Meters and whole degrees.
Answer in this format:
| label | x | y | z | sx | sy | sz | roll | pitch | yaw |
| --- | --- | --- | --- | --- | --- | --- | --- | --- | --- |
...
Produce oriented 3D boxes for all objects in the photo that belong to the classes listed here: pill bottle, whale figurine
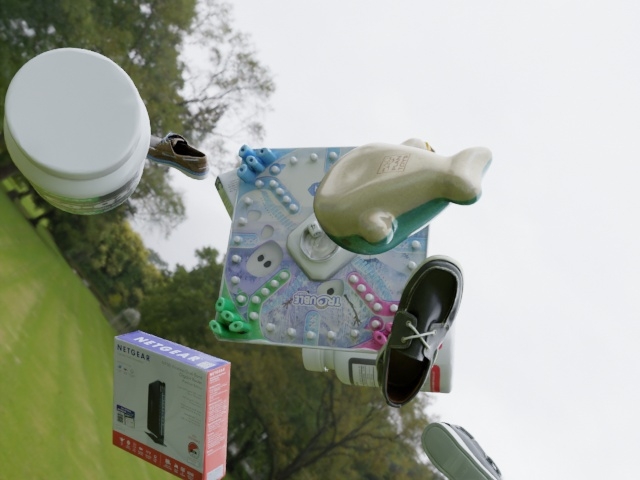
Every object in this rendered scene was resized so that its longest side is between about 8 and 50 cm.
| label | x | y | z | sx | sy | sz | roll | pitch | yaw |
| --- | --- | --- | --- | --- | --- | --- | --- | --- | --- |
| pill bottle | -0.374 | -0.157 | 1.015 | 0.204 | 0.204 | 0.361 | 56 | -16 | -6 |
| whale figurine | 0.124 | -0.059 | 0.952 | 0.272 | 0.216 | 0.141 | -7 | -49 | 35 |
| pill bottle | 0.129 | 0.229 | 1.401 | 0.319 | 0.176 | 0.176 | 3 | -33 | 12 |

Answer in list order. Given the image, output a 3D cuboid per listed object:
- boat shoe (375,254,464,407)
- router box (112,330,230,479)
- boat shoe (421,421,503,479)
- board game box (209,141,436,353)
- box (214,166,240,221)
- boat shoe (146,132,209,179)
| label | x | y | z | sx | sy | sz | roll | pitch | yaw |
| --- | --- | --- | --- | --- | --- | --- | --- | --- | --- |
| boat shoe | 0.135 | 0.126 | 0.874 | 0.084 | 0.079 | 0.233 | 18 | -60 | 0 |
| router box | -0.382 | 0.413 | 1.625 | 0.336 | 0.082 | 0.300 | 10 | -78 | 33 |
| boat shoe | 0.328 | 0.493 | 1.317 | 0.091 | 0.114 | 0.302 | 12 | 36 | -43 |
| board game box | 0.000 | 0.000 | 1.185 | 0.390 | 0.389 | 0.050 | 2 | -17 | 19 |
| box | -0.135 | -0.088 | 1.351 | 0.137 | 0.126 | 0.072 | 65 | -20 | 4 |
| boat shoe | -0.323 | -0.201 | 1.432 | 0.183 | 0.066 | 0.066 | 23 | -49 | 7 |
